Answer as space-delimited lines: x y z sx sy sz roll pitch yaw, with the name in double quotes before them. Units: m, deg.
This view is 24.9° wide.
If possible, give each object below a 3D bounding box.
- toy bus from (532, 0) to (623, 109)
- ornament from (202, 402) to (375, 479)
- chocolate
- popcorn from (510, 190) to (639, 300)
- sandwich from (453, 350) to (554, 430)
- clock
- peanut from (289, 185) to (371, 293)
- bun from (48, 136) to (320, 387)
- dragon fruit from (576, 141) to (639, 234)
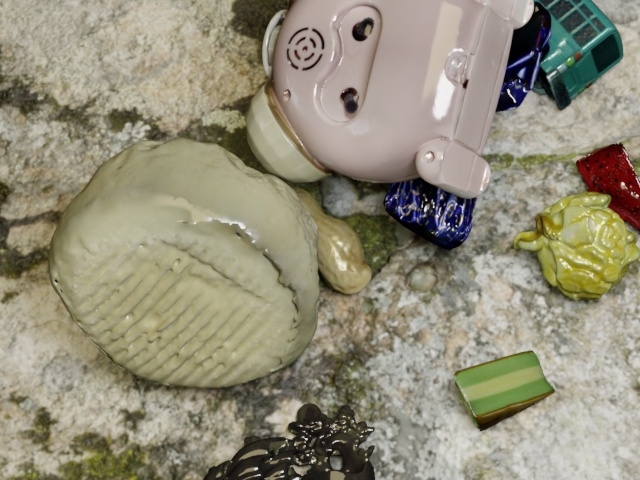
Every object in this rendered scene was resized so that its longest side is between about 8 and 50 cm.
"toy bus" 0.299 -0.325 2.036 0.147 0.128 0.256 -37 66 4
"ornament" -0.043 0.329 1.855 0.251 0.106 0.260 -11 61 3
"chocolate" 0.199 -0.167 1.932 0.126 0.148 0.343 22 99 -18
"popcorn" 0.342 0.009 1.895 0.162 0.141 0.136 12 61 -28
"sandwich" 0.238 0.184 1.871 0.116 0.074 0.074 -27 67 -2
"clock" 0.073 -0.225 1.859 0.325 0.184 0.342 14 84 32
"peanut" 0.000 0.000 1.988 0.187 0.082 0.082 41 79 20
"bun" -0.161 0.023 1.896 0.359 0.360 0.211 -1 35 9
"dragon fruit" 0.396 -0.064 1.955 0.063 0.097 0.131 -22 85 4
